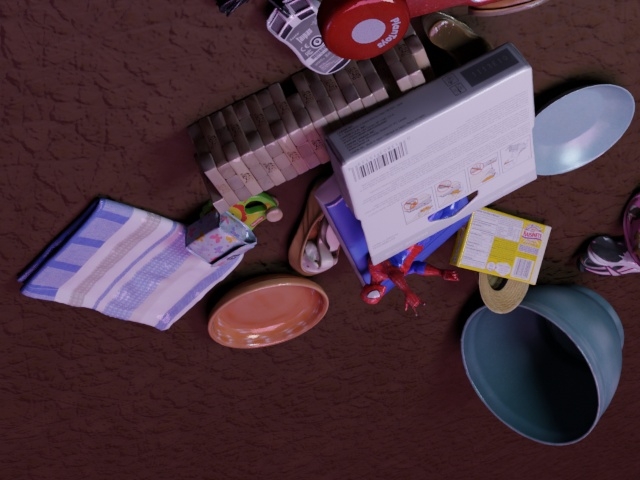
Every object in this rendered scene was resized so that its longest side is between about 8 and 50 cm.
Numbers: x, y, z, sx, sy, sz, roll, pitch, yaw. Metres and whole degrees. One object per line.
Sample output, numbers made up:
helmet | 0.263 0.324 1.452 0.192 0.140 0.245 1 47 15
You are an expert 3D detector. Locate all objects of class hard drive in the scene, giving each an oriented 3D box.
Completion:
hard drive | 0.117 -0.052 1.733 0.210 0.040 0.319 -41 151 -7

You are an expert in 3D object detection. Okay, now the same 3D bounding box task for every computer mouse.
computer mouse | -0.031 -0.267 1.425 0.106 0.042 0.193 -39 138 14

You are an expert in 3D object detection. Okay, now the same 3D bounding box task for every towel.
towel | -0.269 0.042 1.716 0.209 0.034 0.285 -41 142 24

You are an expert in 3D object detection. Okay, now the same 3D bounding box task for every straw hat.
straw hat | 0.296 0.050 2.024 0.144 0.061 0.144 -8 102 -41

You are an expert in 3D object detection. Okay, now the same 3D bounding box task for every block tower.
block tower | -0.011 -0.160 1.537 0.335 0.091 0.097 -27 145 5

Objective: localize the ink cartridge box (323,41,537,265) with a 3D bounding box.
ink cartridge box | 0.156 -0.109 1.566 0.275 0.060 0.239 -28 147 -6

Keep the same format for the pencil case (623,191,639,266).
pencil case | 0.732 -0.037 2.088 0.386 0.167 0.160 -8 106 -22

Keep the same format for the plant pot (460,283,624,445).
plant pot | 0.432 0.199 2.159 0.196 0.293 0.293 -32 156 -37

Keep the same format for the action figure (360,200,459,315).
action figure | 0.173 0.005 1.703 0.280 0.139 0.091 -48 150 11

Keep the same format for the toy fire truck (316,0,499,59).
toy fire truck | 0.097 -0.347 1.251 0.253 0.169 0.302 -16 147 -2

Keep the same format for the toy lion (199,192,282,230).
toy lion | -0.120 -0.039 1.698 0.100 0.034 0.096 -37 136 19

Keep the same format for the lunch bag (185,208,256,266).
lunch bag | -0.140 0.001 1.675 0.071 0.053 0.083 -30 136 25

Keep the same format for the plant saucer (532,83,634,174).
plant saucer | 0.380 -0.177 1.790 0.195 0.037 0.195 -16 145 -11

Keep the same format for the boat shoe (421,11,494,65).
boat shoe | 0.182 -0.264 1.547 0.050 0.045 0.135 -44 138 16

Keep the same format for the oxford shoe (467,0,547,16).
oxford shoe | 0.280 -0.344 1.493 0.212 0.076 0.076 -22 116 3

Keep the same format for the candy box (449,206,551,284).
candy box | 0.301 0.007 1.959 0.206 0.027 0.105 14 91 -41

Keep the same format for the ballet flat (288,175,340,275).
ballet flat | 0.000 0.000 1.779 0.080 0.073 0.232 -12 145 -17

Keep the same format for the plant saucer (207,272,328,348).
plant saucer | -0.087 0.110 1.899 0.200 0.037 0.200 -12 149 -7

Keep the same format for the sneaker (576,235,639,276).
sneaker | 0.541 0.035 2.165 0.178 0.072 0.077 12 146 -30
